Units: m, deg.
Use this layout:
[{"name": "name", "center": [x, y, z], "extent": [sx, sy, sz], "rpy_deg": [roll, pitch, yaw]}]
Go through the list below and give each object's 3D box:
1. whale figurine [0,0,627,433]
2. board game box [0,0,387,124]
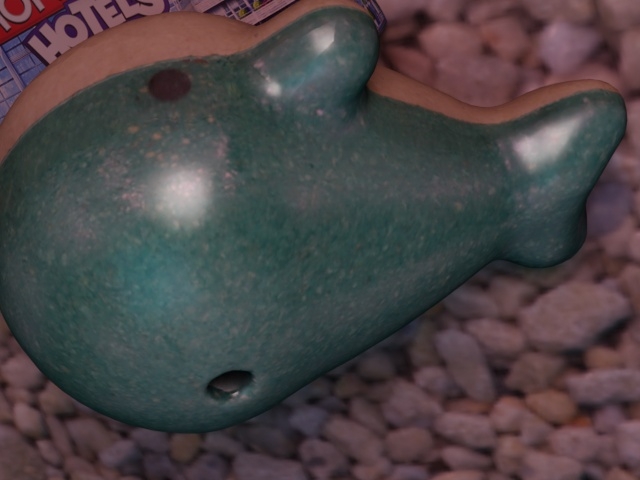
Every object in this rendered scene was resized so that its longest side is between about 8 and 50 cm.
[{"name": "whale figurine", "center": [0.000, 0.000, 0.649], "extent": [0.272, 0.141, 0.216], "rpy_deg": [-3, 139, -14]}, {"name": "board game box", "center": [-0.104, -0.125, 0.692], "extent": [0.194, 0.060, 0.194], "rpy_deg": [-24, 113, 30]}]
